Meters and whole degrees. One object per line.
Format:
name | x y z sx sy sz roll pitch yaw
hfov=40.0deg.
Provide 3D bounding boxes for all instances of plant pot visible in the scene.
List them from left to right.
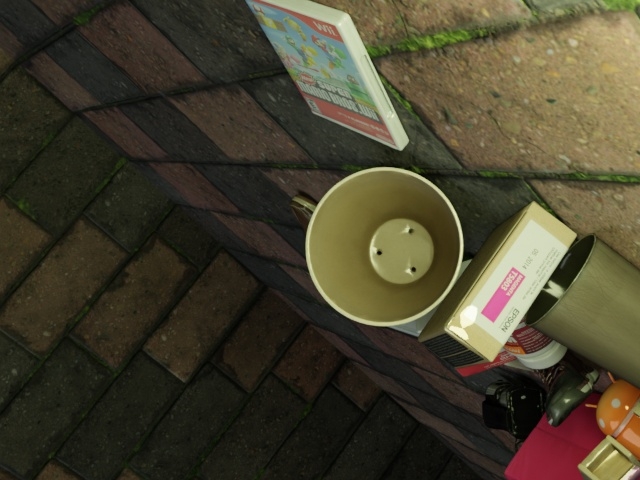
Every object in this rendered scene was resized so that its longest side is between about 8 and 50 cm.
plant pot | 0.129 0.016 1.545 0.256 0.257 0.274 35 -175 12

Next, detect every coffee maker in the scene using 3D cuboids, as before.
coffee maker | 0.467 0.432 2.154 0.120 0.171 0.178 22 170 -4

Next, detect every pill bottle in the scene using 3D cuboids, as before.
pill bottle | 0.349 0.128 1.528 0.121 0.121 0.221 24 161 47

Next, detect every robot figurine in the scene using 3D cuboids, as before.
robot figurine | 0.585 0.327 1.557 0.219 0.128 0.158 34 167 18

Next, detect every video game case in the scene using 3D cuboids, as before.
video game case | 0.011 -0.258 1.326 0.204 0.025 0.285 29 164 36

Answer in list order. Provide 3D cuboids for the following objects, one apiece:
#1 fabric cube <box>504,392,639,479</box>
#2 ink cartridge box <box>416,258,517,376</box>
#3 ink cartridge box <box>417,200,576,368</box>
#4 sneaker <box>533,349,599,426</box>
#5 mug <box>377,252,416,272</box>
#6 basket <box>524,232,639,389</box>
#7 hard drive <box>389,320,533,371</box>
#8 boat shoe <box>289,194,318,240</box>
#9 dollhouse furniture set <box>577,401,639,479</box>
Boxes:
fabric cube | 0.594 0.490 1.809 0.254 0.259 0.258 46 165 -26
ink cartridge box | 0.276 0.147 1.658 0.127 0.128 0.176 -24 132 28
ink cartridge box | 0.261 0.074 1.327 0.088 0.235 0.193 37 168 1
sneaker | 0.420 0.244 1.635 0.162 0.106 0.281 44 -166 15
mug | 0.174 0.091 1.984 0.169 0.150 0.113 21 123 41
basket | 0.428 0.117 1.227 0.226 0.154 0.204 33 169 5
hard drive | 0.312 0.214 1.867 0.307 0.040 0.203 14 177 41
boat shoe | 0.004 0.002 2.085 0.257 0.095 0.095 46 165 -30
dollhouse furniture set | 0.603 0.362 1.274 0.303 0.286 0.198 41 174 47
